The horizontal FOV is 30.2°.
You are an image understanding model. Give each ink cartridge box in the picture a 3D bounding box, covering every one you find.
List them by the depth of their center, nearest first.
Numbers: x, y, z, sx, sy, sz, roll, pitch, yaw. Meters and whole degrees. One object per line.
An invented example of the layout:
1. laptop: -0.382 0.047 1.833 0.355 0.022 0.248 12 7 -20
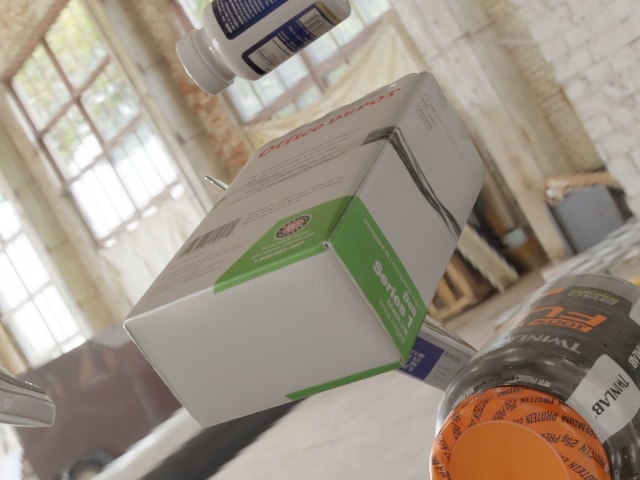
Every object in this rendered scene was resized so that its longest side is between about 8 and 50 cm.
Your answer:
1. ink cartridge box: 0.000 0.000 0.756 0.160 0.093 0.219 -21 22 33
2. ink cartridge box: 0.033 0.068 1.459 0.071 0.330 0.324 -57 -34 3

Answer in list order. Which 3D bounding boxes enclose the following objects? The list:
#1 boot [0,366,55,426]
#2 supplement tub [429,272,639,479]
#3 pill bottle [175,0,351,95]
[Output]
1. boot: -0.345 0.091 1.097 0.095 0.124 0.258 -10 -26 40
2. supplement tub: 0.244 0.173 1.205 0.207 0.207 0.338 -29 1 30
3. pill bottle: -0.061 -0.222 1.211 0.169 0.094 0.094 -32 0 16
